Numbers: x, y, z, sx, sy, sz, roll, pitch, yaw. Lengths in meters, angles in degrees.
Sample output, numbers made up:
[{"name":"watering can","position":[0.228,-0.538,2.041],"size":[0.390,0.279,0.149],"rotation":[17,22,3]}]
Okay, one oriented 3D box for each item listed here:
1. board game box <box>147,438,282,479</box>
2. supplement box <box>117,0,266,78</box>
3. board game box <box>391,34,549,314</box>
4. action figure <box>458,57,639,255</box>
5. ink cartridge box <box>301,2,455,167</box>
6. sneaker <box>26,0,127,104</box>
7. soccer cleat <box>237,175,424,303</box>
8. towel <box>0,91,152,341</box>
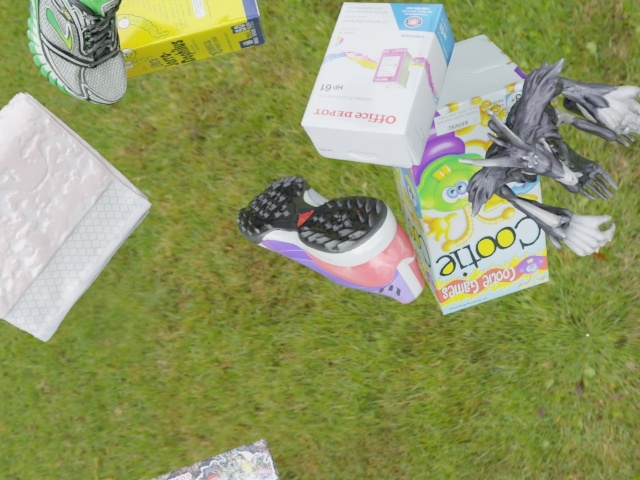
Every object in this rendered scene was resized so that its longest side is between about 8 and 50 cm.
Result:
[{"name":"board game box","position":[-0.071,0.387,0.741],"size":[0.141,0.232,0.291],"rotation":[-17,58,-16]},{"name":"supplement box","position":[-0.307,-0.462,1.487],"size":[0.356,0.194,0.195],"rotation":[-14,90,0]},{"name":"board game box","position":[0.168,-0.073,0.888],"size":[0.144,0.275,0.142],"rotation":[-18,36,0]},{"name":"action figure","position":[0.242,-0.084,0.719],"size":[0.141,0.276,0.164],"rotation":[32,116,26]},{"name":"ink cartridge box","position":[0.048,-0.127,0.603],"size":[0.088,0.052,0.122],"rotation":[9,71,24]},{"name":"sneaker","position":[-0.358,-0.333,1.110],"size":[0.146,0.343,0.134],"rotation":[26,59,25]},{"name":"soccer cleat","position":[0.000,0.000,0.904],"size":[0.108,0.116,0.318],"rotation":[-47,29,-16]},{"name":"towel","position":[-0.483,-0.025,1.255],"size":[0.053,0.317,0.332],"rotation":[28,78,46]}]
